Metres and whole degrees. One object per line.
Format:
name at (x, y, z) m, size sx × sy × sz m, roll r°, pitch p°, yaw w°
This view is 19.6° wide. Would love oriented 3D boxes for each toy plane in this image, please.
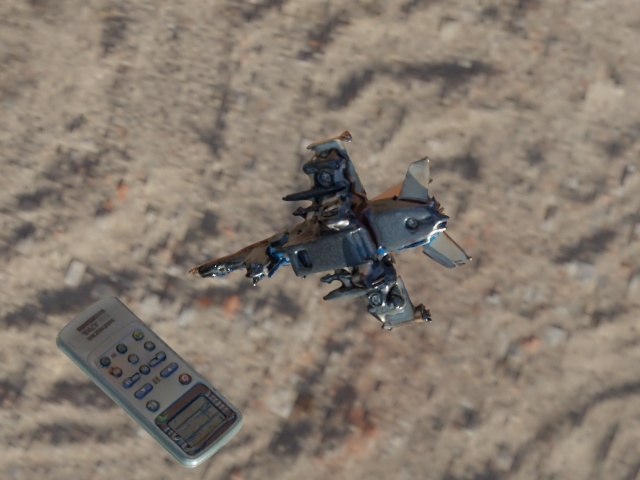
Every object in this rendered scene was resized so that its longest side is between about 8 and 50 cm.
toy plane at (-0.003, 0.005, 1.159) m, size 0.062 × 0.188 × 0.135 m, roll -66°, pitch 137°, yaw -67°

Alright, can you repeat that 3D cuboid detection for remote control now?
remote control at (-0.105, 0.086, 1.137) m, size 0.053 × 0.124 × 0.018 m, roll -38°, pitch 161°, yaw -31°
